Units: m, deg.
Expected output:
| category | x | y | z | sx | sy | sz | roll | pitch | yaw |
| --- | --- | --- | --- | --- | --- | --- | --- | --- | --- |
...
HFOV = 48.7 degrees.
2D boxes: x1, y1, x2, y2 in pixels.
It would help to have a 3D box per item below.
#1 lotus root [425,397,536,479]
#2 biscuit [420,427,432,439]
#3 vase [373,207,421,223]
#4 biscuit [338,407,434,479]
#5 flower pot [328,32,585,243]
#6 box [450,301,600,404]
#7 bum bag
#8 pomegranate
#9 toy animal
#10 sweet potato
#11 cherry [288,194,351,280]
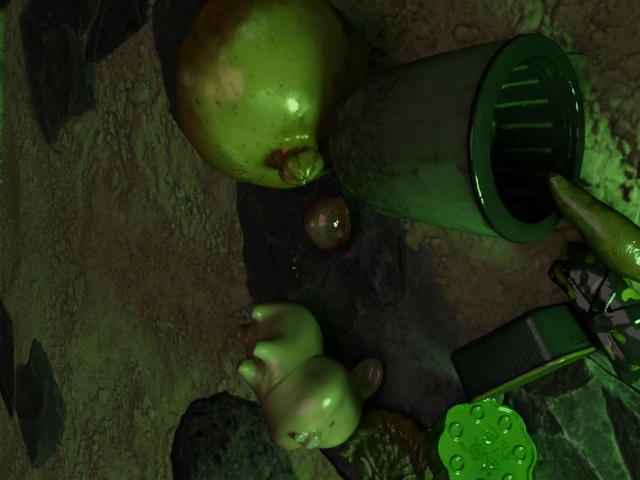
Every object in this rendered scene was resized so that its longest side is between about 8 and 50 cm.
| category | x | y | z | sx | sy | sz | roll | pitch | yaw |
| --- | --- | --- | --- | --- | --- | --- | --- | --- | --- |
| lotus root | 0.249 | 0.371 | 1.217 | 0.186 | 0.186 | 0.186 | 6 | 99 | 43 |
| biscuit | 0.209 | 0.467 | 1.346 | 0.144 | 0.016 | 0.203 | -41 | 66 | 39 |
| vase | 0.151 | -0.065 | 1.314 | 0.101 | 0.053 | 0.053 | 20 | 109 | 36 |
| biscuit | 0.145 | 0.427 | 1.368 | 0.273 | 0.036 | 0.187 | 39 | 116 | 39 |
| flower pot | 0.194 | -0.152 | 1.107 | 0.330 | 0.294 | 0.293 | 6 | 99 | 47 |
| box | 0.318 | 0.177 | 1.123 | 0.201 | 0.145 | 0.090 | -39 | 65 | 40 |
| bum bag | 0.434 | 0.096 | 1.060 | 0.107 | 0.060 | 0.232 | -39 | 70 | 29 |
| pomegranate | -0.078 | -0.257 | 1.279 | 0.410 | 0.410 | 0.410 | 6 | 99 | 43 |
| toy animal | -0.043 | 0.272 | 1.433 | 0.237 | 0.269 | 0.326 | -54 | 27 | 31 |
| sweet potato | 0.410 | -0.004 | 1.006 | 0.244 | 0.077 | 0.077 | 35 | 123 | -1 |
| cherry | 0.000 | 0.000 | 1.446 | 0.107 | 0.090 | 0.225 | 34 | 128 | 18 |
